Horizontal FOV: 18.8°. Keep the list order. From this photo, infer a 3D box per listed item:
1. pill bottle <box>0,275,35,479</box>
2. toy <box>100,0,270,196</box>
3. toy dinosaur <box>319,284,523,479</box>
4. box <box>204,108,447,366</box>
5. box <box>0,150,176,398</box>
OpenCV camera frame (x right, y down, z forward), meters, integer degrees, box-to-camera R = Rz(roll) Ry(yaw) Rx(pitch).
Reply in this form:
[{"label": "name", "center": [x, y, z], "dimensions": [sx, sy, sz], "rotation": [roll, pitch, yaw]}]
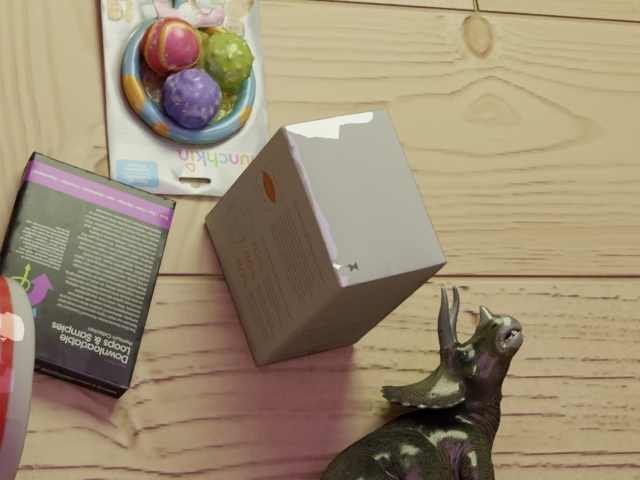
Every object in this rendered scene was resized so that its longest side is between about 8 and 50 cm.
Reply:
[{"label": "pill bottle", "center": [-0.340, 0.086, 1.241], "dimensions": [0.283, 0.161, 0.161], "rotation": [8, 64, -21]}, {"label": "toy", "center": [-0.101, -0.153, 1.522], "dimensions": [0.137, 0.056, 0.237], "rotation": [3, 66, -22]}, {"label": "toy dinosaur", "center": [0.063, 0.196, 1.421], "dimensions": [0.160, 0.121, 0.313], "rotation": [38, 61, 10]}, {"label": "box", "center": [0.000, 0.000, 1.429], "dimensions": [0.091, 0.170, 0.130], "rotation": [-12, 73, -28]}, {"label": "box", "center": [-0.180, 0.025, 1.420], "dimensions": [0.116, 0.029, 0.162], "rotation": [20, 59, -14]}]
